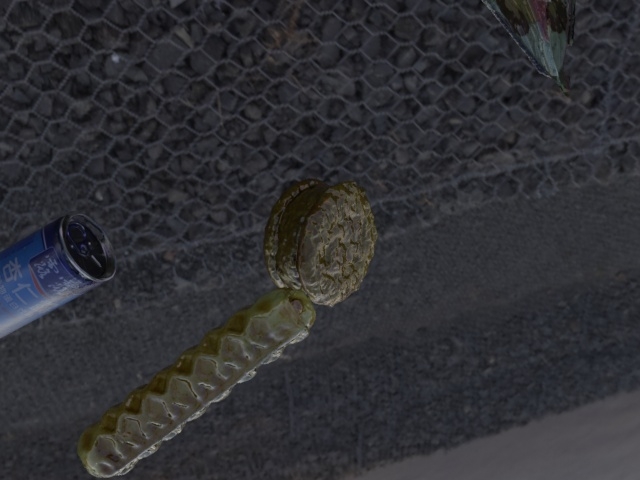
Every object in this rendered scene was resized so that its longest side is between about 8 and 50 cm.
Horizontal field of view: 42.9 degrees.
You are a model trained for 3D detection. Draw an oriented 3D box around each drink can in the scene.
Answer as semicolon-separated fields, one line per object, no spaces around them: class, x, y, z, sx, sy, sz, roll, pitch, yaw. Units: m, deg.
drink can;-0.371;0.056;0.997;0.235;0.097;0.097;-27;133;17

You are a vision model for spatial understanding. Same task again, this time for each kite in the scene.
kite;0.131;-0.228;0.587;0.323;0.013;0.267;-25;95;-48

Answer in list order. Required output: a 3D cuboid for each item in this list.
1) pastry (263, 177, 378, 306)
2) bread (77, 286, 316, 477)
pastry;0.000;0.000;1.202;0.189;0.103;0.188;-21;117;-48
bread;-0.158;0.179;1.016;0.368;0.077;0.084;-37;165;11
